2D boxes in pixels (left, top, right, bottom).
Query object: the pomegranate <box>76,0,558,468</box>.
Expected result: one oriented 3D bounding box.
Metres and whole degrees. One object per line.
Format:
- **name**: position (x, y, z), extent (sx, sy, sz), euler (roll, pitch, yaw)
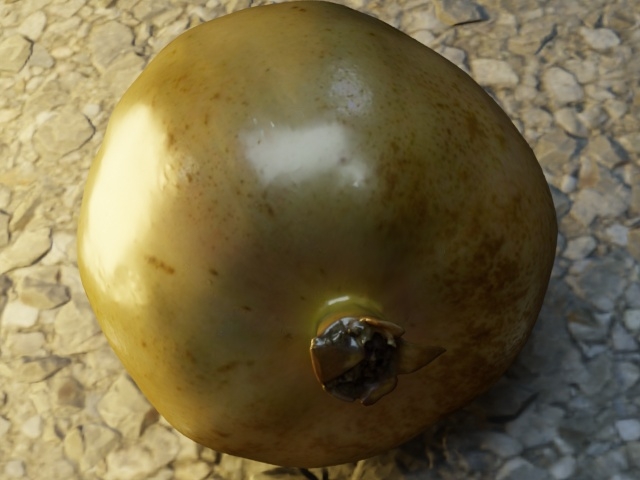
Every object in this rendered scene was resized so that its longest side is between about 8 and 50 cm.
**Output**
- **pomegranate**: position (0.000, 0.000, 0.981), extent (0.319, 0.319, 0.319), euler (-6, 51, 8)
